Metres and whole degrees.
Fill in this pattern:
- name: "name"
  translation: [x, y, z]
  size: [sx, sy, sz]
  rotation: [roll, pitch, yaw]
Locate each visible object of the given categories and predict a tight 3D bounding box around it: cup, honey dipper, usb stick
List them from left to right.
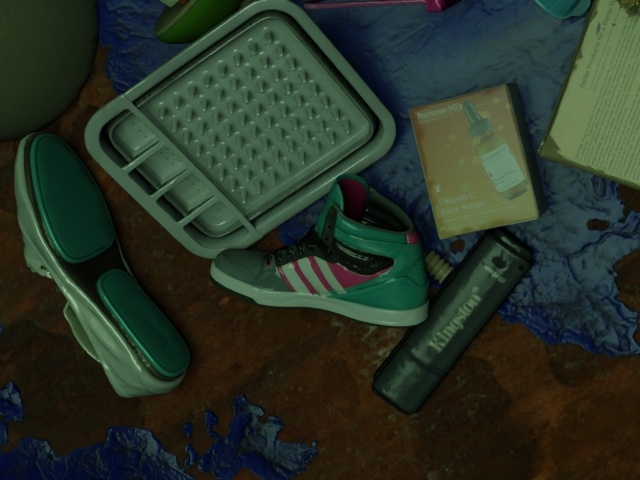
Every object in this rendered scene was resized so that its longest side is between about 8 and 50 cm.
- name: "cup"
  translation: [-0.494, -0.290, 1.806]
  size: [0.331, 0.237, 0.331]
  rotation: [2, 97, 15]
- name: "honey dipper"
  translation: [0.104, -0.004, 1.775]
  size: [0.161, 0.030, 0.030]
  rotation: [39, 105, 10]
- name: "usb stick"
  translation: [0.169, 0.106, 1.761]
  size: [0.077, 0.045, 0.278]
  rotation: [39, 105, 9]

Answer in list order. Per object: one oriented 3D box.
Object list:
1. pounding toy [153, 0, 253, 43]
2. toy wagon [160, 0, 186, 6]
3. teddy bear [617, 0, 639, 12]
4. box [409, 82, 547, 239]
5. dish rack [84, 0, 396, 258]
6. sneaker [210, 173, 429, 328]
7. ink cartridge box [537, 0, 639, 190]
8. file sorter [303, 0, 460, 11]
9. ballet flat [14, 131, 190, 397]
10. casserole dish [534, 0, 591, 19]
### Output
- name: "pounding toy"
  translation: [-0.100, -0.322, 1.743]
  size: [0.110, 0.183, 0.237]
  rotation: [38, 103, -19]
- name: "toy wagon"
  translation: [-0.112, -0.448, 1.673]
  size: [0.068, 0.267, 0.344]
  rotation: [33, 97, -26]
- name: "teddy bear"
  translation: [0.339, -0.407, 1.555]
  size: [0.245, 0.113, 0.338]
  rotation: [-18, 67, 5]
- name: "box"
  translation: [0.198, -0.100, 1.704]
  size: [0.130, 0.091, 0.170]
  rotation: [-14, 93, 17]
- name: "dish rack"
  translation: [-0.101, -0.149, 1.743]
  size: [0.333, 0.072, 0.285]
  rotation: [-32, 123, 17]
- name: "sneaker"
  translation: [0.000, 0.000, 1.739]
  size: [0.296, 0.124, 0.178]
  rotation: [9, 111, 15]
- name: "ink cartridge box"
  translation: [0.395, -0.181, 1.639]
  size: [0.193, 0.088, 0.234]
  rotation: [22, 103, 14]
- name: "file sorter"
  translation: [0.073, -0.427, 1.623]
  size: [0.182, 0.202, 0.290]
  rotation: [1, 106, 18]
- name: "ballet flat"
  translation: [-0.329, 0.047, 1.866]
  size: [0.139, 0.139, 0.400]
  rotation: [-32, 88, 17]
- name: "casserole dish"
  translation: [0.266, -0.353, 1.655]
  size: [0.037, 0.114, 0.188]
  rotation: [-40, 82, -23]
